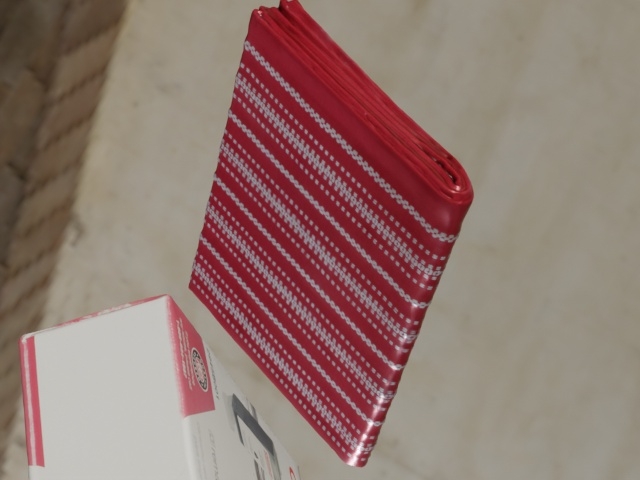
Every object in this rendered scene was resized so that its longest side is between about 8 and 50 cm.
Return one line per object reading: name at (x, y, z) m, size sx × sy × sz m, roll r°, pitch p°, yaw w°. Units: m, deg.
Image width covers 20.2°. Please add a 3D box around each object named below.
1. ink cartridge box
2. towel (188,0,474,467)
ink cartridge box at (-0.073, 0.154, 0.971) m, size 0.218 × 0.092 × 0.158 m, roll 62°, pitch 13°, yaw -53°
towel at (0.000, 0.000, 1.171) m, size 0.031 × 0.199 × 0.275 m, roll -24°, pitch 148°, yaw -34°
